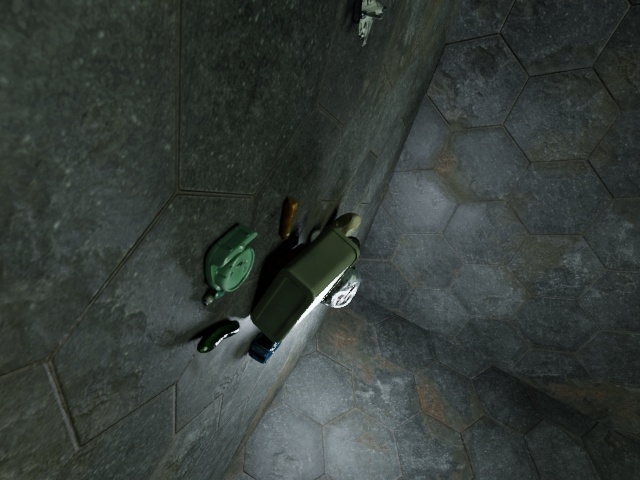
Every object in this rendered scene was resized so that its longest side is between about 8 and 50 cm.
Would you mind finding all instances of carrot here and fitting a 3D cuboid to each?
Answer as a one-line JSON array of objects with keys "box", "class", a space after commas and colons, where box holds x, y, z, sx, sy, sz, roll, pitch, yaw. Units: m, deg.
[{"box": [-0.106, -0.066, 1.355, 0.042, 0.042, 0.171, -53, 166, -41], "class": "carrot"}]

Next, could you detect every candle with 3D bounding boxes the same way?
[{"box": [-0.119, 0.068, 1.556, 0.329, 0.051, 0.048, -40, 119, -65], "class": "candle"}]

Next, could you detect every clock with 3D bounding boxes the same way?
[{"box": [-0.223, 0.061, 1.058, 0.148, 0.060, 0.189, -51, 162, -44], "class": "clock"}]

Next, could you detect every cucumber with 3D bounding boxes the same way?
[{"box": [-0.297, 0.277, 1.250, 0.056, 0.056, 0.284, -64, 173, 6], "class": "cucumber"}]

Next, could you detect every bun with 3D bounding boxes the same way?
[{"box": [0.096, -0.052, 2.068, 0.237, 0.116, 0.210, -53, 173, 30], "class": "bun"}]

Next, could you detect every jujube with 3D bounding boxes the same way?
[{"box": [0.099, 0.260, 2.509, 0.246, 0.215, 0.308, 22, 112, -42], "class": "jujube"}]

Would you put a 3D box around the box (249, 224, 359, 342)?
[{"box": [-0.057, 0.163, 1.563, 0.344, 0.177, 0.352, -42, 171, -51], "class": "box"}]

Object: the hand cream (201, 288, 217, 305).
[{"box": [-0.275, 0.130, 1.098, 0.102, 0.022, 0.035, -57, 160, -45], "class": "hand cream"}]

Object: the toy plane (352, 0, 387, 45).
[{"box": [0.131, -0.609, 1.111, 0.234, 0.082, 0.160, -72, 170, -53], "class": "toy plane"}]

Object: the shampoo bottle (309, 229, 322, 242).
[{"box": [0.000, 0.000, 1.872, 0.074, 0.074, 0.192, -62, 170, -4], "class": "shampoo bottle"}]

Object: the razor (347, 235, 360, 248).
[{"box": [0.050, 0.079, 1.927, 0.189, 0.107, 0.327, -30, 174, -26], "class": "razor"}]

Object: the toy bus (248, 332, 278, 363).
[{"box": [-0.233, 0.452, 1.826, 0.106, 0.090, 0.184, -65, 169, 20], "class": "toy bus"}]
